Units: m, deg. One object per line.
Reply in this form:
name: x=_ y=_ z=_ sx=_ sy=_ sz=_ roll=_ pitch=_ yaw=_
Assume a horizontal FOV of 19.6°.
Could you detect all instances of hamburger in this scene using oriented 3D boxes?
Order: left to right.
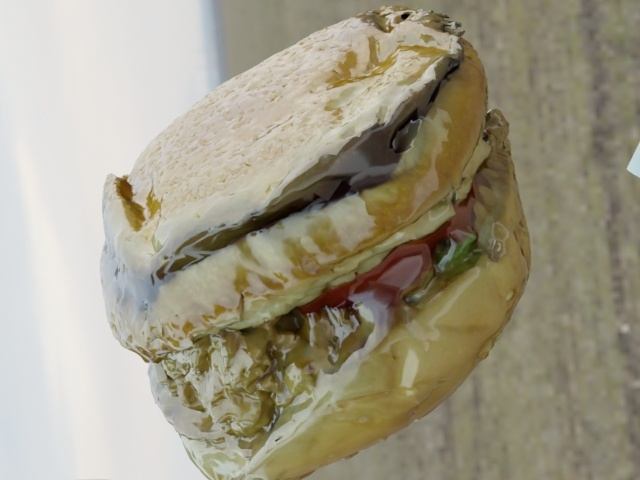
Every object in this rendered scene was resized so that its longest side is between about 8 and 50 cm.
hamburger: x=0.000 y=0.000 z=0.935 sx=0.163 sy=0.244 sz=0.244 roll=56 pitch=-173 yaw=-19

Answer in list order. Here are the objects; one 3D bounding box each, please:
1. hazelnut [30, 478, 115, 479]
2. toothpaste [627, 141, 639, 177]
hazelnut: x=-0.210 y=0.373 z=1.531 sx=0.315 sy=0.372 sz=0.372 roll=-36 pitch=55 yaw=54
toothpaste: x=0.277 y=-0.134 z=1.303 sx=0.036 sy=0.056 sz=0.205 roll=42 pitch=111 yaw=53
